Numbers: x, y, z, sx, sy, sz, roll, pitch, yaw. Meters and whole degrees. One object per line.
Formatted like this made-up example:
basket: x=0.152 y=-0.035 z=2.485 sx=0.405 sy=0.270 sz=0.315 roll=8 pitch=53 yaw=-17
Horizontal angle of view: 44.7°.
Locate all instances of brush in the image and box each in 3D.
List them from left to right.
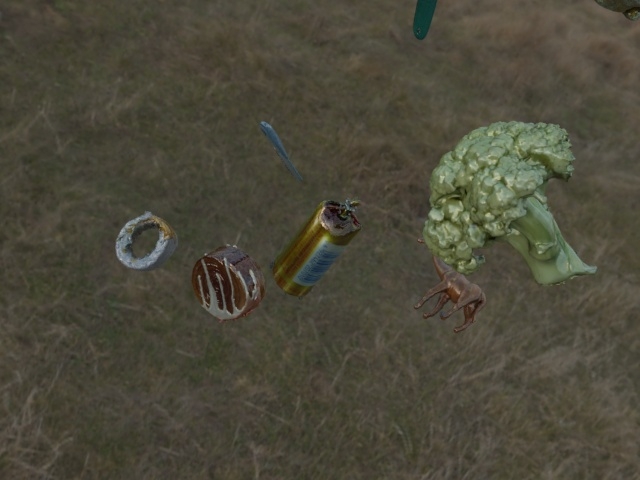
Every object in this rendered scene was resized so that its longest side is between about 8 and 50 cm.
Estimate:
brush: x=0.192 y=-0.427 z=1.307 sx=0.032 sy=0.193 sz=0.043 roll=-27 pitch=55 yaw=-30

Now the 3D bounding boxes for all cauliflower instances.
cauliflower: x=0.290 y=-0.046 z=1.255 sx=0.261 sy=0.281 sz=0.327 roll=-15 pitch=-4 yaw=5

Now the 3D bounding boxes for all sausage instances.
sausage: x=-0.001 y=-0.002 z=1.879 sx=0.125 sy=0.317 sz=0.117 roll=47 pitch=37 yaw=12

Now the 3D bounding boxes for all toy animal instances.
toy animal: x=0.278 y=0.087 z=1.752 sx=0.224 sy=0.066 sz=0.229 roll=22 pitch=53 yaw=27

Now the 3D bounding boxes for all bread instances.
bread: x=-0.196 y=0.093 z=1.651 sx=0.160 sy=0.160 sz=0.073 roll=34 pitch=32 yaw=16

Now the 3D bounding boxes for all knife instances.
knife: x=-0.078 y=-0.171 z=1.555 sx=0.044 sy=0.019 sz=0.313 roll=37 pitch=-6 yaw=19

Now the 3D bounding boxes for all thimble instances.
thimble: x=-0.452 y=0.007 z=2.017 sx=0.127 sy=0.151 sz=0.118 roll=46 pitch=-5 yaw=3

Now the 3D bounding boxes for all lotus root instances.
lotus root: x=0.466 y=-0.401 z=1.214 sx=0.165 sy=0.088 sz=0.088 roll=19 pitch=29 yaw=-35
